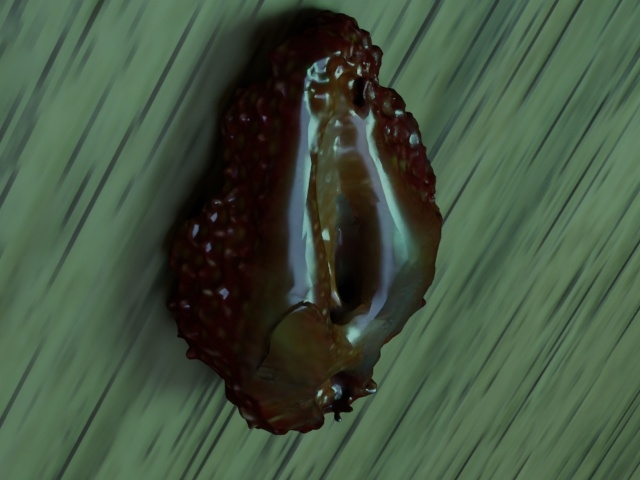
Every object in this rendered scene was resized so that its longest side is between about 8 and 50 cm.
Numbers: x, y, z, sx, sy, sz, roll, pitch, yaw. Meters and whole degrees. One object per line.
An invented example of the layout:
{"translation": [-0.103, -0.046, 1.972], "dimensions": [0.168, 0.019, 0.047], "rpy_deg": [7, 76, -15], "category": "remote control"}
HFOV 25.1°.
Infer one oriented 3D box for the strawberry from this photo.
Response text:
{"translation": [0.002, 0.002, 0.463], "dimensions": [0.104, 0.048, 0.152], "rpy_deg": [-27, 138, -27], "category": "strawberry"}
